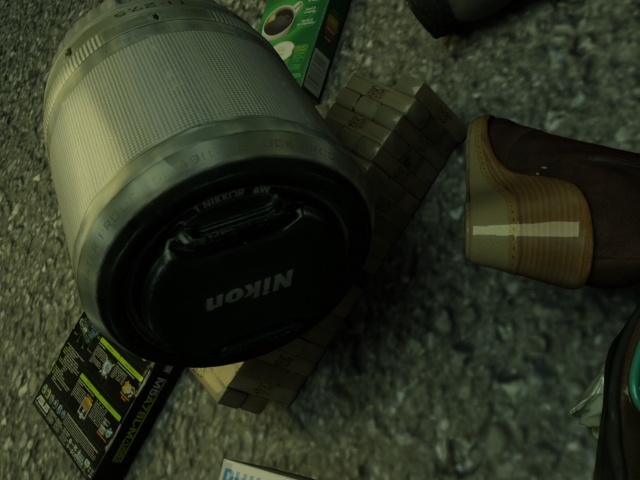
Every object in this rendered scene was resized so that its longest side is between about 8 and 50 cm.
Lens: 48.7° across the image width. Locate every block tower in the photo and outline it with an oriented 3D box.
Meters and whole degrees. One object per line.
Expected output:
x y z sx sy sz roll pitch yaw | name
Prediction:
0.000 0.000 0.679 0.097 0.091 0.335 37 94 44 | block tower

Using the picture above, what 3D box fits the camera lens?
-0.099 -0.053 0.573 0.219 0.219 0.274 -44 47 15 | camera lens

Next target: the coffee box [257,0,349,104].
-0.028 -0.250 0.863 0.113 0.040 0.184 3 72 41 | coffee box

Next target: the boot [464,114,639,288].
0.211 -0.033 0.515 0.207 0.090 0.248 1 24 11 | boot

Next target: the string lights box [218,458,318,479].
-0.043 0.322 0.564 0.133 0.077 0.259 -2 68 41 | string lights box

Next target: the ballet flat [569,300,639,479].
0.194 0.131 0.427 0.280 0.095 0.096 -60 7 -33 | ballet flat

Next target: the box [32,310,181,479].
-0.256 0.163 0.851 0.191 0.045 0.184 26 84 46 | box

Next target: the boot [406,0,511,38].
0.192 -0.374 0.702 0.223 0.118 0.338 -15 71 32 | boot
